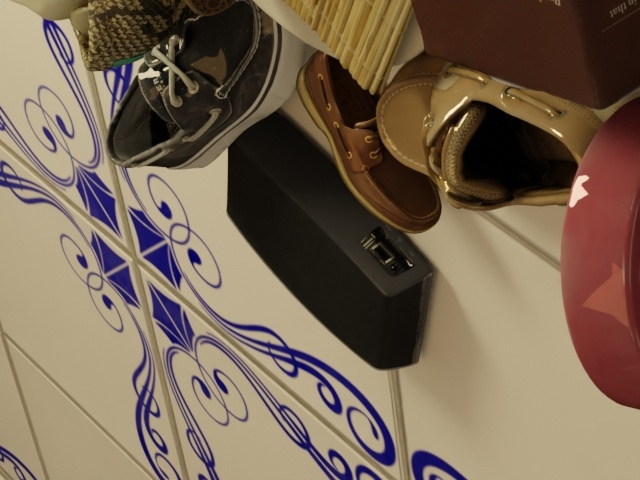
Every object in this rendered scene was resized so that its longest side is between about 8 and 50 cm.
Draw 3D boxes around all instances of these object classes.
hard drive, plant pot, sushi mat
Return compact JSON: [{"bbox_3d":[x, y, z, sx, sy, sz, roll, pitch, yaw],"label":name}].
[{"bbox_3d":[0.000,0.000,1.859,0.255,0.054,0.172,46,154,25],"label":"hard drive"},{"bbox_3d":[0.273,0.013,1.206,0.180,0.201,0.201,6,126,42],"label":"plant pot"},{"bbox_3d":[0.022,-0.231,1.388,0.151,0.019,0.316,49,156,14],"label":"sushi mat"}]

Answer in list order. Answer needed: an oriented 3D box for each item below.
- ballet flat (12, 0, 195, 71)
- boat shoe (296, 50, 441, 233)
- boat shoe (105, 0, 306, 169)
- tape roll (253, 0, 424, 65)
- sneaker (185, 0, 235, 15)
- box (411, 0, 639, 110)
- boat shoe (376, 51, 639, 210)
[{"bbox_3d":[-0.297,-0.359,1.831,0.483,0.182,0.164,54,157,7],"label":"ballet flat"},{"bbox_3d":[0.043,-0.086,1.660,0.178,0.064,0.060,57,158,8],"label":"boat shoe"},{"bbox_3d":[-0.110,-0.145,1.774,0.301,0.102,0.108,-38,66,55],"label":"boat shoe"},{"bbox_3d":[-0.014,-0.309,1.469,0.392,0.072,0.392,43,155,27],"label":"tape roll"},{"bbox_3d":[-0.104,-0.269,1.547,0.071,0.066,0.188,-128,22,-54],"label":"sneaker"},{"bbox_3d":[0.148,-0.215,1.171,0.168,0.167,0.203,26,141,49],"label":"box"},{"bbox_3d":[0.123,-0.083,1.450,0.341,0.110,0.122,1,121,62],"label":"boat shoe"}]
